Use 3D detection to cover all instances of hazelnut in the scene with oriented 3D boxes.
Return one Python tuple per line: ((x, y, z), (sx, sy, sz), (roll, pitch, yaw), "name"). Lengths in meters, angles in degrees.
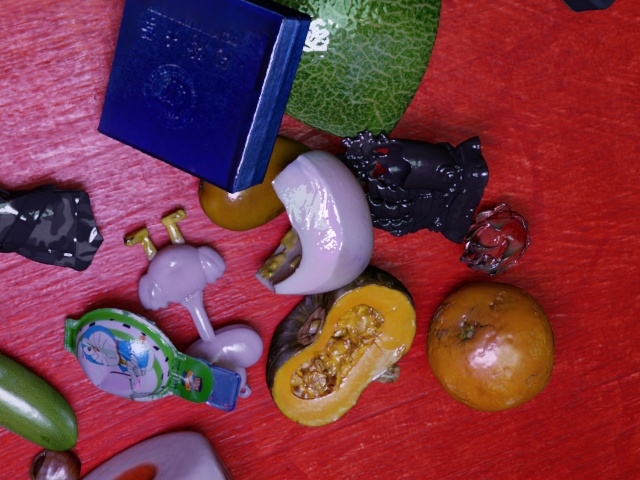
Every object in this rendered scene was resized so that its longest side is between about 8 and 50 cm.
((-0.466, 0.404, 1.514), (0.086, 0.086, 0.086), (-4, 105, -16), "hazelnut")

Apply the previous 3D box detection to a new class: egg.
((0.013, -0.011, 1.449), (0.206, 0.162, 0.271), (-30, 152, -45), "egg")

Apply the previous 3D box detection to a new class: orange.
((0.320, 0.198, 1.616), (0.246, 0.246, 0.246), (-4, 105, -16), "orange")

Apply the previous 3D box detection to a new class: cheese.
((-0.290, 0.211, 1.464), (0.321, 0.083, 0.203), (19, 125, 7), "cheese")

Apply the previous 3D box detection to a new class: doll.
((-0.211, 0.131, 1.512), (0.160, 0.094, 0.365), (-29, 110, -11), "doll")

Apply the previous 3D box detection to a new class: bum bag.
((-0.516, -0.038, 1.375), (0.341, 0.095, 0.144), (12, 115, -18), "bum bag")

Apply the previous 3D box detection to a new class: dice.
((-0.267, 0.539, 1.508), (0.304, 0.277, 0.304), (-30, 110, -10), "dice")

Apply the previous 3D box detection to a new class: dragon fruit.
((0.330, -0.002, 1.630), (0.130, 0.121, 0.142), (24, 93, -16), "dragon fruit")

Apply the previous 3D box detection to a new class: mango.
((-0.105, -0.107, 1.468), (0.221, 0.120, 0.151), (-33, 123, -14), "mango")

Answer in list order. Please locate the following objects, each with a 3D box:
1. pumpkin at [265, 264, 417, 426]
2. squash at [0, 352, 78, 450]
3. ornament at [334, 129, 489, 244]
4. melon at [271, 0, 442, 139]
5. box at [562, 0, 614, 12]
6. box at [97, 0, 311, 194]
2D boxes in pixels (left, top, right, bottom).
((0.048, 0.199, 1.578), (0.222, 0.139, 0.317), (39, 93, -23), "pumpkin")
((-0.567, 0.228, 1.421), (0.395, 0.107, 0.107), (33, 93, -19), "squash")
((0.146, -0.095, 1.529), (0.261, 0.106, 0.251), (2, 143, -4), "ornament")
((-0.008, -0.345, 1.405), (0.344, 0.226, 0.331), (2, 130, -27), "melon")
((0.510, -0.527, 1.562), (0.144, 0.090, 0.201), (37, 91, -23), "box")
((-0.183, -0.252, 1.316), (0.261, 0.116, 0.279), (25, 111, 17), "box")
